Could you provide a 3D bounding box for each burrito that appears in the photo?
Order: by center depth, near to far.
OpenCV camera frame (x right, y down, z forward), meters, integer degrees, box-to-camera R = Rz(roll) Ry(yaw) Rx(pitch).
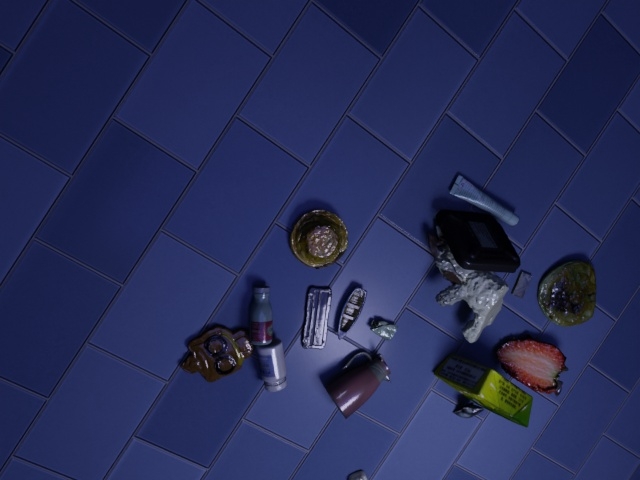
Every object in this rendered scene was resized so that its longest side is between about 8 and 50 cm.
[{"bbox_3d":[0.263,0.369,1.694,0.118,0.044,0.074,30,89,-16],"label":"burrito"}]

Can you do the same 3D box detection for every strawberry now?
[{"bbox_3d":[0.945,0.548,1.842,0.306,0.137,0.233,26,72,10],"label":"strawberry"}]

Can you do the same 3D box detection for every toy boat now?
[{"bbox_3d":[0.119,0.297,1.652,0.080,0.046,0.228,22,94,-15],"label":"toy boat"},{"bbox_3d":[0.908,0.199,1.821,0.063,0.016,0.115,21,94,-15],"label":"toy boat"}]

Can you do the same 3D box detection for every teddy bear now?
[{"bbox_3d":[0.586,0.170,1.697,0.327,0.362,0.375,-35,145,-27],"label":"teddy bear"}]

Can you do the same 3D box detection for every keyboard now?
[{"bbox_3d":[-0.017,0.316,1.641,0.106,0.016,0.262,5,97,-13],"label":"keyboard"}]

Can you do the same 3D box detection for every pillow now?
[{"bbox_3d":[0.660,0.763,1.802,0.091,0.135,0.055,-16,58,-19],"label":"pillow"}]

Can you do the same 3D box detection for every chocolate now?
[{"bbox_3d":[0.686,0.618,1.699,0.289,0.301,0.137,35,77,-15],"label":"chocolate"}]

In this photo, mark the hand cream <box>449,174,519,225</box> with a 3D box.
[{"bbox_3d":[0.697,-0.159,1.700,0.331,0.058,0.085,28,93,-14],"label":"hand cream"}]

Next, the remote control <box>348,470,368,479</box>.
[{"bbox_3d":[0.193,1.136,1.792,0.090,0.049,0.230,-20,103,-6],"label":"remote control"}]

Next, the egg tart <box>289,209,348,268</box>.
[{"bbox_3d":[0.000,0.000,1.555,0.241,0.106,0.240,-2,103,-10],"label":"egg tart"}]

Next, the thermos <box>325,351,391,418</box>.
[{"bbox_3d":[0.157,0.577,1.664,0.265,0.146,0.176,-35,79,-13],"label":"thermos"}]

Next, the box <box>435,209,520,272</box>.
[{"bbox_3d":[0.622,-0.004,1.601,0.289,0.290,0.073,5,138,-19],"label":"box"}]

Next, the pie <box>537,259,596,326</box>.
[{"bbox_3d":[1.140,0.243,1.851,0.323,0.070,0.323,-2,99,-10],"label":"pie"}]

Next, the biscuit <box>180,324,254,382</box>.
[{"bbox_3d":[-0.399,0.438,1.566,0.290,0.041,0.208,-24,102,-8],"label":"biscuit"}]

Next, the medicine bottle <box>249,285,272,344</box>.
[{"bbox_3d":[-0.229,0.286,1.552,0.091,0.090,0.216,1,92,-12],"label":"medicine bottle"}]

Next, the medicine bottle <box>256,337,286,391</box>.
[{"bbox_3d":[-0.189,0.487,1.586,0.103,0.103,0.186,-9,101,-11],"label":"medicine bottle"}]
